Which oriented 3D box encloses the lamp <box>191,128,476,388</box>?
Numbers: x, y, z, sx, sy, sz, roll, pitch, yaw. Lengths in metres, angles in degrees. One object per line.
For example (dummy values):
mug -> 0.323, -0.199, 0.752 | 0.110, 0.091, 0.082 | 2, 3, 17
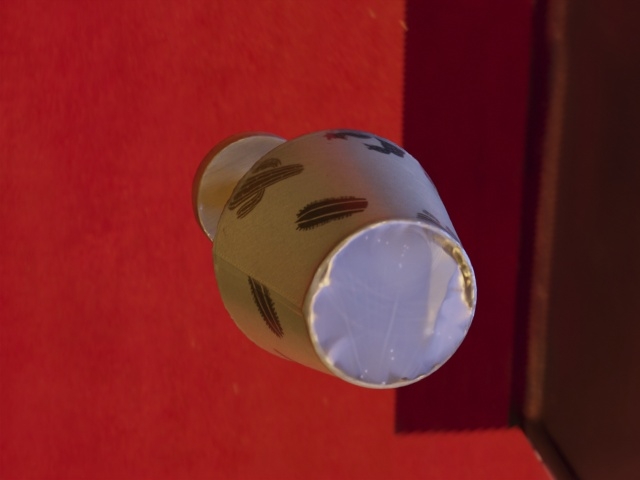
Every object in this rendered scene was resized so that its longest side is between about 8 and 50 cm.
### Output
lamp -> 0.000, 0.000, 0.813 | 0.121, 0.215, 0.121 | -5, 105, -18
